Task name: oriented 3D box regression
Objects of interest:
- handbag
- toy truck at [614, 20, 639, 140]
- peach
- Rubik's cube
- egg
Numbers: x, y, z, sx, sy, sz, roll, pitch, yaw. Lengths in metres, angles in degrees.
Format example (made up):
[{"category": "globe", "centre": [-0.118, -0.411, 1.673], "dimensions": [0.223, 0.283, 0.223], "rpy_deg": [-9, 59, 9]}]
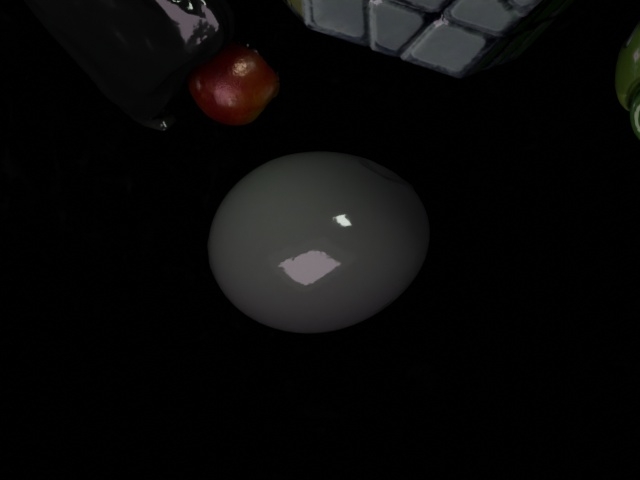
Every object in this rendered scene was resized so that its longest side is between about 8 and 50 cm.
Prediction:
[{"category": "handbag", "centre": [-0.218, -0.266, 1.790], "dimensions": [0.332, 0.075, 0.191], "rpy_deg": [49, 136, -2]}, {"category": "toy truck", "centre": [0.327, -0.168, 1.436], "dimensions": [0.187, 0.148, 0.211], "rpy_deg": [17, 116, 22]}, {"category": "peach", "centre": [-0.091, -0.151, 1.833], "dimensions": [0.098, 0.061, 0.098], "rpy_deg": [24, 147, 17]}, {"category": "Rubik's cube", "centre": [0.088, -0.273, 1.377], "dimensions": [0.264, 0.319, 0.319], "rpy_deg": [-6, 125, 54]}, {"category": "egg", "centre": [0.000, 0.000, 1.821], "dimensions": [0.232, 0.176, 0.176], "rpy_deg": [-14, 119, 42]}]
